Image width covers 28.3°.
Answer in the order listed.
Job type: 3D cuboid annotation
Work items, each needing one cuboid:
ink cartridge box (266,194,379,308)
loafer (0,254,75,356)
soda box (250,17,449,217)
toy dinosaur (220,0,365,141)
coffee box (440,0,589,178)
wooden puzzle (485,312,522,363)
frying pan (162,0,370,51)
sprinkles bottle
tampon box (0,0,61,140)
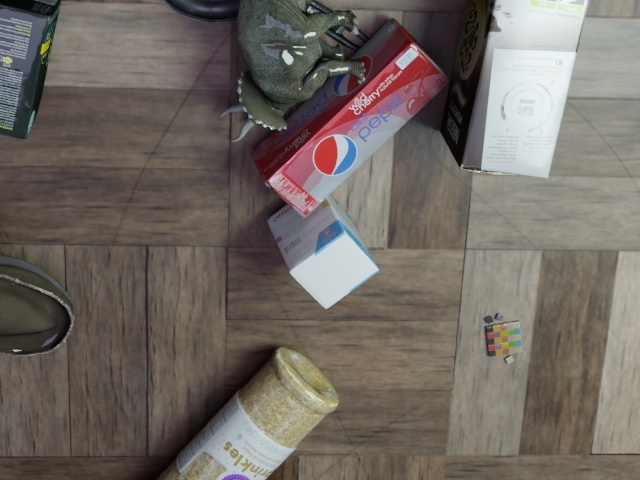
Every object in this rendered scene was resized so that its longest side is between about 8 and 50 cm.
[{"bbox_3d":[0.000,0.000,1.696,0.092,0.143,0.090,-36,128,9],"label":"ink cartridge box"},{"bbox_3d":[-0.460,0.089,1.624,0.366,0.130,0.134,22,109,-46],"label":"loafer"},{"bbox_3d":[0.035,-0.159,1.648,0.263,0.092,0.083,-43,123,11],"label":"soda box"},{"bbox_3d":[-0.040,-0.250,1.562,0.160,0.121,0.313,-16,132,-15],"label":"toy dinosaur"},{"bbox_3d":[0.244,-0.245,1.599,0.119,0.168,0.297,6,110,-7],"label":"coffee box"},{"bbox_3d":[0.266,0.141,1.839,0.049,0.006,0.083,-9,112,-2],"label":"wooden puzzle"},{"bbox_3d":[-0.097,-0.318,1.608,0.197,0.053,0.326,-32,108,9],"label":"frying pan"},{"bbox_3d":[-0.132,0.312,1.810,0.121,0.121,0.355,39,103,-18],"label":"sprinkles bottle"},{"bbox_3d":[-0.391,-0.224,1.575,0.101,0.120,0.161,13,110,-9],"label":"tampon box"}]
